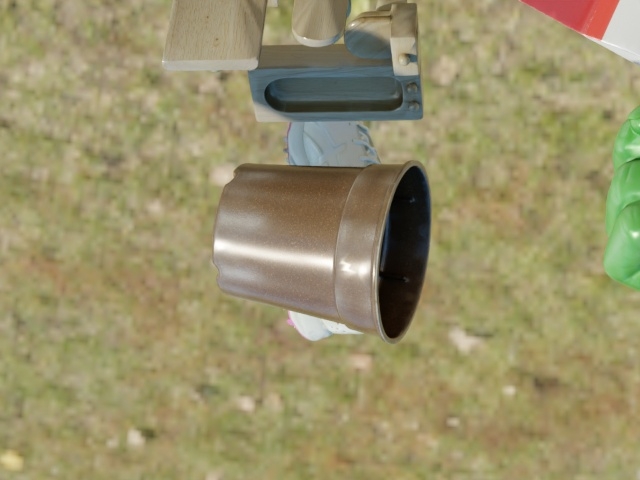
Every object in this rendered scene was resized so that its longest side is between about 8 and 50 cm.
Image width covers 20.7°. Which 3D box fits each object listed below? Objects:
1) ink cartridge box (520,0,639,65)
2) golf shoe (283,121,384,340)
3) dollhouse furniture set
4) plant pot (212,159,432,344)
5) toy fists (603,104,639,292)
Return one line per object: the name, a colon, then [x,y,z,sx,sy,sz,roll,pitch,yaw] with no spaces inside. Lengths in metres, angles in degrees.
ink cartridge box: [0.327,-0.261,1.686,0.225,0.181,0.056,26,177,-19]
golf shoe: [0.037,-0.050,1.809,0.140,0.306,0.115,-2,174,24]
dollhouse furniture set: [-0.010,-0.102,1.109,0.144,0.123,0.151,0,139,7]
plant pot: [0.000,0.000,1.585,0.165,0.167,0.167,8,155,19]
toy fists: [0.257,-0.082,0.996,0.142,0.279,0.096,21,164,35]
